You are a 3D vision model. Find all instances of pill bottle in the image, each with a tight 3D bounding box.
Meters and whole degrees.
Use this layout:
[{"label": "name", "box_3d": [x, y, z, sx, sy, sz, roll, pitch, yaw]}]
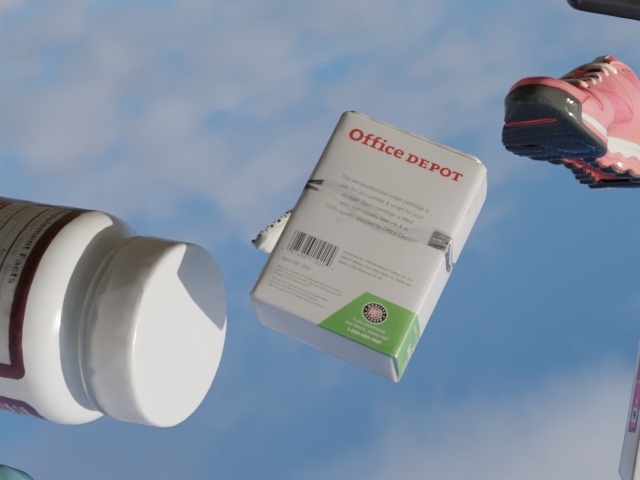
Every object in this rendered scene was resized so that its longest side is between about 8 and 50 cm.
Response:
[{"label": "pill bottle", "box_3d": [-0.312, 0.068, 1.851, 0.392, 0.224, 0.224, 9, -150, 25]}]

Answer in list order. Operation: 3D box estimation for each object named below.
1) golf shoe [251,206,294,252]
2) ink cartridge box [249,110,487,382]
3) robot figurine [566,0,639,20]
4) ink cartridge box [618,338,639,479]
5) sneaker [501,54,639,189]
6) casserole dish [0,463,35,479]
[{"label": "golf shoe", "box_3d": [0.000, 0.000, 2.181, 0.176, 0.086, 0.069, -14, 160, -36]}, {"label": "ink cartridge box", "box_3d": [0.051, 0.004, 1.750, 0.160, 0.092, 0.219, 23, -108, 14]}, {"label": "robot figurine", "box_3d": [0.325, -0.333, 1.925, 0.278, 0.209, 0.173, 13, 178, 3]}, {"label": "ink cartridge box", "box_3d": [0.443, 0.179, 1.999, 0.175, 0.371, 0.069, 11, 173, -8]}, {"label": "sneaker", "box_3d": [0.290, -0.149, 1.968, 0.116, 0.136, 0.314, -1, 167, 32]}, {"label": "casserole dish", "box_3d": [-0.231, 0.229, 1.229, 0.114, 0.037, 0.188, -34, -131, -3]}]
